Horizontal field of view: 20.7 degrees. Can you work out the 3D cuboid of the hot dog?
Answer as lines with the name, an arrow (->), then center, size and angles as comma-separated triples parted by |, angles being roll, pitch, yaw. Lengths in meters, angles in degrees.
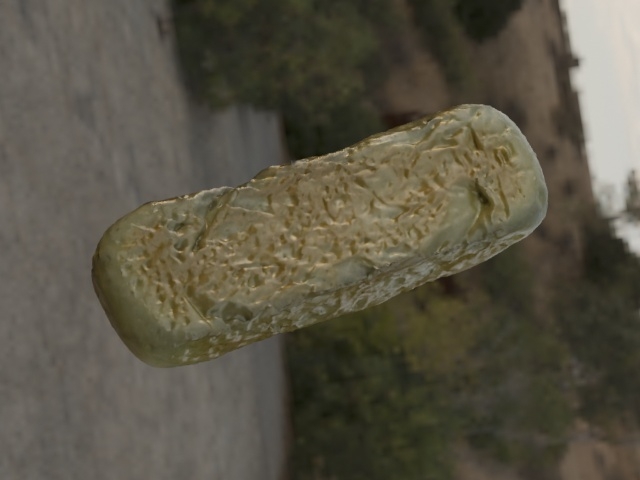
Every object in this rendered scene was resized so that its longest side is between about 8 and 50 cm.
hot dog -> 0.000, 0.000, 0.914 | 0.073, 0.243, 0.084 | 113, -45, -68
